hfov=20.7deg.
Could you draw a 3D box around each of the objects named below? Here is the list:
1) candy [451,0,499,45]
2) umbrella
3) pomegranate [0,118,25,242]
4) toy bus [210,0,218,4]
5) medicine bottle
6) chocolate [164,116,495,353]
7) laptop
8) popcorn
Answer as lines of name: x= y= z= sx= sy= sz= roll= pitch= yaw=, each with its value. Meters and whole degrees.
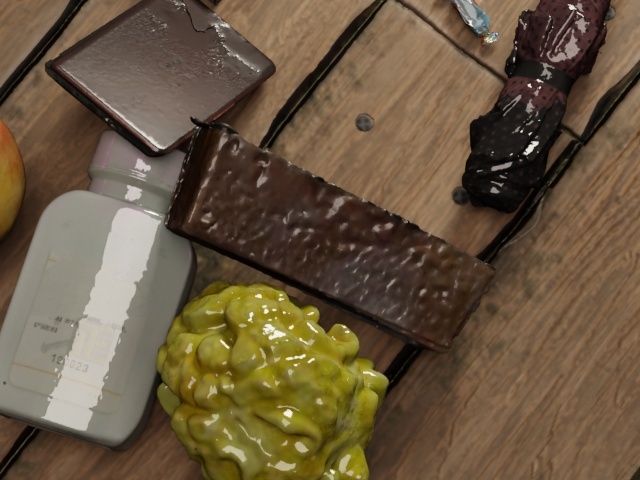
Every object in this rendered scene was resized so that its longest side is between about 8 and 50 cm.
candy: x=0.152 y=-0.236 z=1.816 sx=0.030 sy=0.020 sz=0.083 roll=-34 pitch=82 yaw=-6
umbrella: x=0.229 y=-0.182 z=1.771 sx=0.094 sy=0.090 sz=0.326 roll=22 pitch=79 yaw=8
pomegranate: x=-0.381 y=-0.067 z=1.702 sx=0.191 sy=0.191 sz=0.191 roll=0 pitch=78 yaw=0
toy bus: x=-0.148 y=-0.301 z=1.823 sx=0.130 sy=0.037 sz=0.052 roll=35 pitch=76 yaw=8
medicine bottle: x=-0.212 y=0.047 z=1.715 sx=0.161 sy=0.111 sz=0.296 roll=15 pitch=81 yaw=4
chocolate: x=0.000 y=0.000 z=1.682 sx=0.321 sy=0.112 sz=0.112 roll=27 pitch=86 yaw=-17
laptop: x=-0.155 y=-0.169 z=1.743 sx=0.154 sy=0.026 sz=0.207 roll=40 pitch=45 yaw=8
popcorn: x=-0.042 y=0.142 z=1.658 sx=0.235 sy=0.217 sz=0.181 roll=36 pitch=106 yaw=-3
